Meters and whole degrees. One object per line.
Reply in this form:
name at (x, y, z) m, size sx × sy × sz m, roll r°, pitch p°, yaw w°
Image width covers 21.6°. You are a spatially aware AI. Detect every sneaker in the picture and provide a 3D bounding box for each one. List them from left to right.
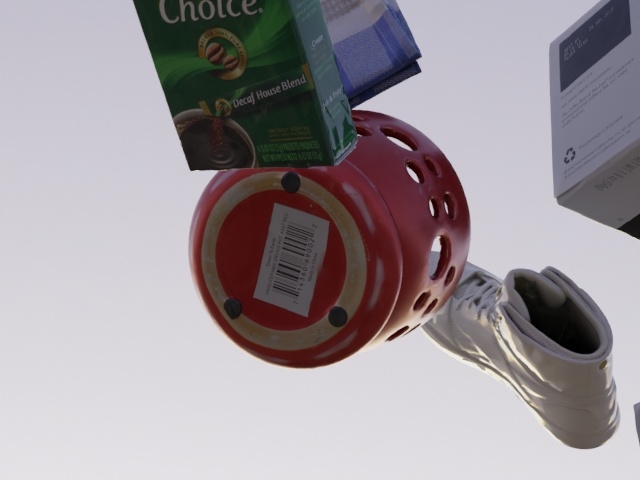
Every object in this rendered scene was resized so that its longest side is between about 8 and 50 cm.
sneaker at (0.185, 0.062, 1.663) m, size 0.292 × 0.108 × 0.169 m, roll 38°, pitch -26°, yaw 33°

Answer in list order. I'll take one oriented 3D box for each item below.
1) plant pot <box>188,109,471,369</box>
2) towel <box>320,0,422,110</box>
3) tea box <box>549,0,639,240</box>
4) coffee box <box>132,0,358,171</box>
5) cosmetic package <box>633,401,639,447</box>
plant pot at (0.000, 0.000, 1.280) m, size 0.191 × 0.191 × 0.174 m, roll -10°, pitch 4°, yaw 25°
towel at (-0.049, -0.222, 1.503) m, size 0.209 × 0.285 × 0.034 m, roll -28°, pitch -25°, yaw 8°
tea box at (0.453, -0.143, 1.675) m, size 0.323 × 0.220 × 0.329 m, roll 20°, pitch -37°, yaw -24°
coffee box at (-0.054, -0.131, 1.007) m, size 0.113 × 0.040 × 0.184 m, roll 0°, pitch -61°, yaw 30°
cosmetic package at (0.235, 0.085, 0.690) m, size 0.099 × 0.060 × 0.239 m, roll -17°, pitch -16°, yaw 39°
